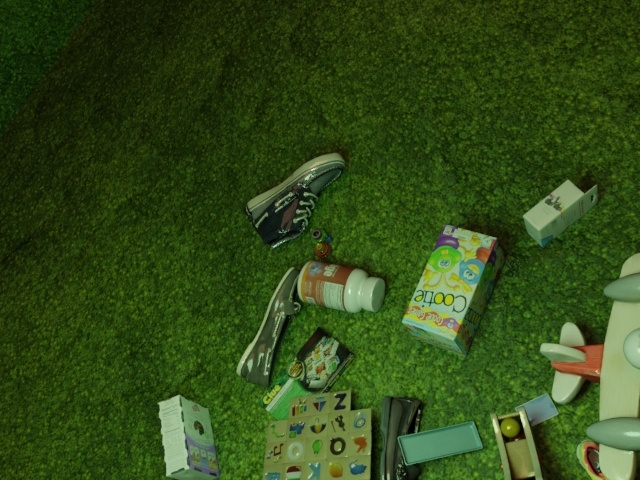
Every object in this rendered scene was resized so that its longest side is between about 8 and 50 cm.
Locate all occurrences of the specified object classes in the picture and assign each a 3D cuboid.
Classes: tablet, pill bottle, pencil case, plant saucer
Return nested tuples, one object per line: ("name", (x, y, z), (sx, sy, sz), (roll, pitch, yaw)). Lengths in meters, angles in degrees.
("tablet", (0.498, 0.393, 1.591), (0.083, 0.006, 0.054), (-29, 58, 10))
("pill bottle", (0.057, 0.127, 1.851), (0.216, 0.121, 0.121), (9, 70, 27))
("pencil case", (0.002, 0.571, 1.670), (0.236, 0.104, 0.104), (-31, 57, 7))
("plant saucer", (0.276, 0.469, 1.596), (0.192, 0.018, 0.067), (-8, 59, -12))

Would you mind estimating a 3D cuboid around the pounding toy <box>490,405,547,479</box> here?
("pounding toy", (0.405, 0.507, 1.487), (0.155, 0.154, 0.269), (-17, 59, 15))

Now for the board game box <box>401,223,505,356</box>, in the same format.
("board game box", (0.334, 0.123, 1.716), (0.144, 0.142, 0.275), (17, 73, 30))

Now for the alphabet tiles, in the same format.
("alphabet tiles", (-0.010, 0.524, 1.639), (0.285, 0.011, 0.342), (-14, 49, 23))

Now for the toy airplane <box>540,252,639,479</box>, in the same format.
("toy airplane", (0.651, 0.248, 1.435), (0.384, 0.272, 0.386), (-34, 54, 4))

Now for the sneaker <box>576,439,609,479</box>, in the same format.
("sneaker", (0.610, 0.504, 1.434), (0.081, 0.094, 0.208), (-40, 58, 0))

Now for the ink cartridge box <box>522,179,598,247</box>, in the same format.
("ink cartridge box", (0.600, -0.077, 1.721), (0.181, 0.104, 0.061), (-39, 57, 1))

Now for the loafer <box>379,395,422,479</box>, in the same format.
("loafer", (0.192, 0.511, 1.613), (0.095, 0.109, 0.302), (-7, 60, 16))

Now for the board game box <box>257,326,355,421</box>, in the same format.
("board game box", (-0.037, 0.368, 1.829), (0.136, 0.030, 0.259), (36, 83, 31))

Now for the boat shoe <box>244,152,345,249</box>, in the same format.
("boat shoe", (-0.052, -0.108, 2.029), (0.341, 0.127, 0.158), (-32, 63, 16))

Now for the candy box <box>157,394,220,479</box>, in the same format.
("candy box", (-0.344, 0.523, 1.806), (0.070, 0.165, 0.196), (-23, 58, 10))

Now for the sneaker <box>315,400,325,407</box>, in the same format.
("sneaker", (-0.012, 0.450, 1.757), (0.152, 0.058, 0.084), (-19, 65, 9))

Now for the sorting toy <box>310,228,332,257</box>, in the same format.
("sorting toy", (0.000, 0.000, 1.987), (0.061, 0.042, 0.101), (-26, 57, 10))

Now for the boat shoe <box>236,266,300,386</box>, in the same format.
("boat shoe", (-0.112, 0.239, 1.889), (0.096, 0.112, 0.335), (25, 82, 14))
